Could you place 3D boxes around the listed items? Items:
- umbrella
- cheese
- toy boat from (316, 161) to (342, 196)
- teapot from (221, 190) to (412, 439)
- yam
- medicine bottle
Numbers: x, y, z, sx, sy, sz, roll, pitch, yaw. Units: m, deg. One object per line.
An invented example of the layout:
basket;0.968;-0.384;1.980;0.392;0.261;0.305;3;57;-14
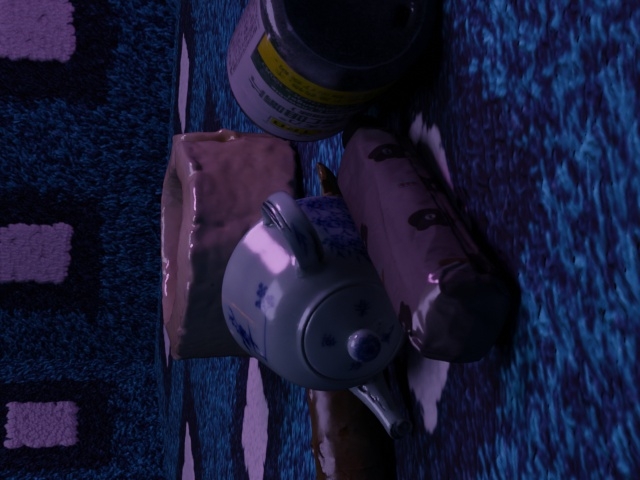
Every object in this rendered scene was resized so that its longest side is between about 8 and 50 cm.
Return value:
umbrella;0.064;-0.017;0.957;0.073;0.067;0.337;-60;21;17
cheese;-0.121;0.001;1.642;0.332;0.153;0.292;129;140;-70
toy boat;0.000;0.000;1.274;0.065;0.066;0.172;-98;15;-49
teapot;0.009;0.053;1.033;0.159;0.159;0.232;-109;-7;-59
yam;0.021;0.111;1.153;0.067;0.071;0.317;116;151;-66
medicine bottle;-0.004;-0.167;1.118;0.293;0.141;0.141;150;120;-76
